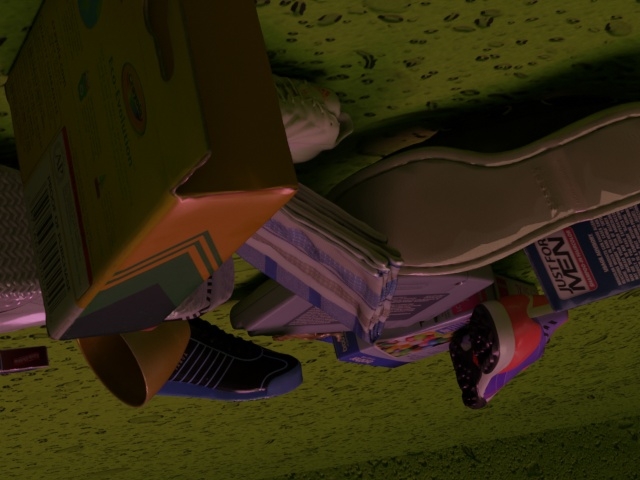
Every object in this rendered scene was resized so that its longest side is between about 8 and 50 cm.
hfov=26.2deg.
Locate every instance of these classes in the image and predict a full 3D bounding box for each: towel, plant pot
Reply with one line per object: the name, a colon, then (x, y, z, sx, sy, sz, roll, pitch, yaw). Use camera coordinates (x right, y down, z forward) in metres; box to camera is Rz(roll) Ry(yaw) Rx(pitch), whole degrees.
towel: (-0.023, 0.006, 1.269, 0.034, 0.209, 0.285, -55, 171, -14)
plant pot: (-0.208, 0.112, 1.593, 0.095, 0.134, 0.134, -34, 177, -32)

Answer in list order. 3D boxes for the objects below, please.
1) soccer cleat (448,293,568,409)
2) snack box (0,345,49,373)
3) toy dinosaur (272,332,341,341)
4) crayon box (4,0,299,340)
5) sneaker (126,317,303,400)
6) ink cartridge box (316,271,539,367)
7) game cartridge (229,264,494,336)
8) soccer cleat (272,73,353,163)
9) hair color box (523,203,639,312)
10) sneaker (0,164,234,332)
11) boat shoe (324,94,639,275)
soccer cleat: (0.254, 0.153, 1.894, 0.116, 0.108, 0.318, -14, 160, -9)
snack box: (-0.333, 0.113, 1.205, 0.178, 0.022, 0.064, -3, 172, -39)
toy dinosaur: (-0.021, 0.114, 1.839, 0.093, 0.053, 0.183, -7, 163, -13)
crayon box: (-0.108, -0.079, 0.846, 0.081, 0.202, 0.318, -5, 163, -27)
sneaker: (-0.136, 0.139, 1.681, 0.232, 0.090, 0.081, 1, -160, -5)
ink cartridge box: (0.150, 0.126, 2.005, 0.311, 0.065, 0.186, -19, 163, 26)
game cartridge: (0.060, 0.060, 1.706, 0.297, 0.062, 0.198, -1, 153, -36)
soccer cleat: (-0.026, -0.104, 1.084, 0.076, 0.068, 0.196, -21, 170, 10)
hair color box: (0.376, -0.057, 1.331, 0.347, 0.105, 0.174, -19, -163, 24)
sneaker: (-0.253, 0.019, 1.211, 0.210, 0.137, 0.366, -16, 167, 35)
boat shoe: (0.165, -0.063, 1.278, 0.340, 0.127, 0.113, -20, -162, 16)
